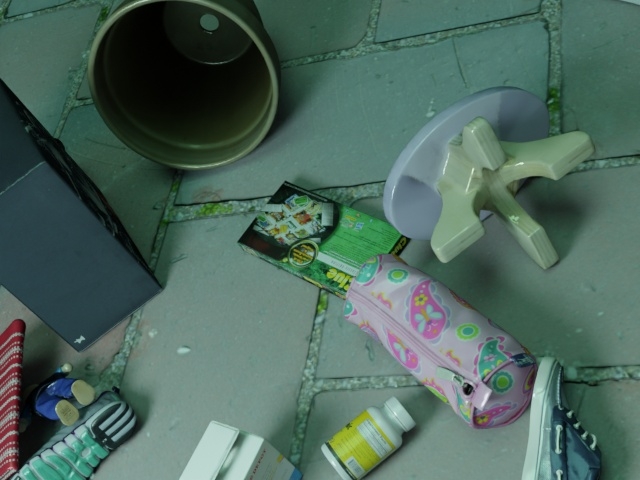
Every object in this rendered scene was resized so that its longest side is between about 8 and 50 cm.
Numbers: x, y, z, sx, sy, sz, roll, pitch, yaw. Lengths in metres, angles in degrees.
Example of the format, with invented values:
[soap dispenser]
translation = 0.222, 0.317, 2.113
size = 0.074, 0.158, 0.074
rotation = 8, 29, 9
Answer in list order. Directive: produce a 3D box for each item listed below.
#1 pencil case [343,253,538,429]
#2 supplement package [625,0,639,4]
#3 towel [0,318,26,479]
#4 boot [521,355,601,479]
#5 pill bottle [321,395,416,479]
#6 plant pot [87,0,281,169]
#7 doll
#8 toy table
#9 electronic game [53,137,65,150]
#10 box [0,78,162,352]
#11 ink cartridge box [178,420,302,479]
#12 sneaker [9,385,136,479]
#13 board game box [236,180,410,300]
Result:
[pencil case]
translation = 0.150, 0.127, 1.260
size = 0.124, 0.124, 0.284
rotation = -43, 47, -8
[supplement package]
translation = 0.516, -0.517, 1.464
size = 0.199, 0.263, 0.198
rotation = 26, 70, 39
[towel]
translation = -0.514, 0.277, 1.505
size = 0.199, 0.031, 0.275
rotation = -42, 41, 29
[boot]
translation = 0.293, 0.232, 1.151
size = 0.086, 0.069, 0.190
rotation = 4, 65, 21
[pill bottle]
translation = 0.064, 0.254, 1.246
size = 0.116, 0.065, 0.065
rotation = -38, 47, -4
[plant pot]
translation = -0.218, -0.334, 1.709
size = 0.323, 0.323, 0.280
rotation = -16, 34, 16
[doll]
translation = -0.414, 0.242, 1.477
size = 0.189, 0.046, 0.129
rotation = -4, 43, 55
[toy table]
translation = 0.230, -0.086, 1.317
size = 0.274, 0.252, 0.161
rotation = -47, 32, 2
[electronic game]
translation = -0.567, -0.112, 1.773
size = 0.229, 0.229, 0.048
rotation = -37, 85, -2
[box]
translation = -0.458, -0.047, 1.562
size = 0.179, 0.343, 0.312
rotation = -37, 48, -3
[ink cartridge box]
translation = -0.104, 0.302, 1.244
size = 0.090, 0.143, 0.092
rotation = 11, 61, 33
[sneaker]
translation = -0.373, 0.310, 1.441
size = 0.223, 0.083, 0.098
rotation = -37, 27, -9
[board game box]
translation = 0.000, 0.000, 1.500
size = 0.259, 0.030, 0.136
rotation = 25, 68, 39
